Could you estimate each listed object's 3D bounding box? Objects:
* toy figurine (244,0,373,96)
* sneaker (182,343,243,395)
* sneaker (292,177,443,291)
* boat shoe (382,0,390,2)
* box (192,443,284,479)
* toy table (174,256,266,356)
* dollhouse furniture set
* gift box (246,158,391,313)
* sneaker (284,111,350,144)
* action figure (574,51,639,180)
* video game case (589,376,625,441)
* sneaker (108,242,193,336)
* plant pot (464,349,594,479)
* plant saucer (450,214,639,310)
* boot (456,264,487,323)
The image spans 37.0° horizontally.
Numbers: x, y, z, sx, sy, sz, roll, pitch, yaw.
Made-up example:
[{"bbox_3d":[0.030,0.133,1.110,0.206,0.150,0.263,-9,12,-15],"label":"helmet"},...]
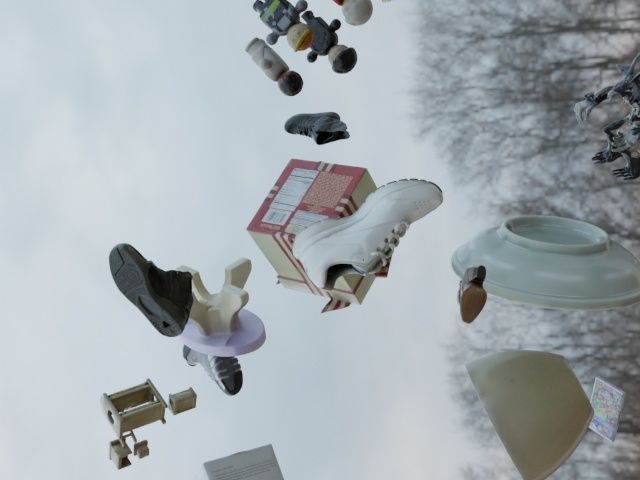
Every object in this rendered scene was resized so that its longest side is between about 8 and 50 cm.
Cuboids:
[{"bbox_3d":[-0.021,-0.384,1.779,0.209,0.148,0.213,-35,-16,-30],"label":"toy figurine"},{"bbox_3d":[-0.293,0.322,2.520,0.086,0.132,0.229,-8,-115,-46],"label":"sneaker"},{"bbox_3d":[0.098,-0.006,1.746,0.111,0.297,0.129,48,-165,-54],"label":"sneaker"},{"bbox_3d":[0.125,-0.467,1.610,0.170,0.059,0.063,68,-162,-69],"label":"boat shoe"},{"bbox_3d":[-0.203,0.598,2.335,0.119,0.181,0.182,68,153,23],"label":"box"},{"bbox_3d":[-0.259,0.163,2.332,0.252,0.274,0.161,-41,-50,-46],"label":"toy table"},{"bbox_3d":[-0.381,0.391,2.102,0.181,0.101,0.161,-15,-47,-32],"label":"dollhouse furniture set"},{"bbox_3d":[0.000,0.000,2.162,0.276,0.255,0.258,-56,-42,-21],"label":"gift box"},{"bbox_3d":[-0.011,-0.264,2.284,0.089,0.170,0.051,-81,-22,-46],"label":"sneaker"},{"bbox_3d":[0.623,-0.249,1.980,0.276,0.140,0.164,77,165,-45],"label":"action figure"},{"bbox_3d":[0.643,0.381,2.159,0.011,0.087,0.122,-1,-72,-29],"label":"video game case"},{"bbox_3d":[-0.344,0.080,1.977,0.227,0.087,0.130,52,-149,-21],"label":"sneaker"},{"bbox_3d":[0.448,0.338,1.973,0.284,0.191,0.284,60,-173,-12],"label":"plant pot"},{"bbox_3d":[0.465,0.025,1.918,0.400,0.400,0.101,-38,-45,-65],"label":"plant saucer"},{"bbox_3d":[0.247,0.095,1.596,0.087,0.042,0.118,118,176,-68],"label":"boot"}]
